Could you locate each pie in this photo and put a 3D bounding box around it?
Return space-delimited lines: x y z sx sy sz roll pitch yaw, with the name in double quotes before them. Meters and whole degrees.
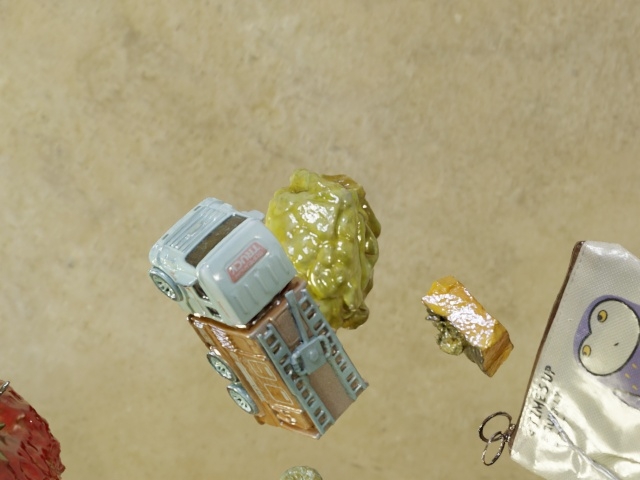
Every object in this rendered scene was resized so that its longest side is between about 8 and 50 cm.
"pie" -0.032 0.426 2.125 0.084 0.084 0.021 15 134 7

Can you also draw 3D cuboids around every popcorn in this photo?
"popcorn" 0.000 0.000 1.829 0.174 0.286 0.225 3 132 11

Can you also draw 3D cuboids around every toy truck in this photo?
"toy truck" -0.070 0.101 1.512 0.162 0.136 0.305 15 143 51

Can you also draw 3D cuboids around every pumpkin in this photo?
"pumpkin" 0.123 0.077 1.046 0.074 0.054 0.083 45 173 26

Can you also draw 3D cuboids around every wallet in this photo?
"wallet" 0.362 0.183 1.523 0.275 0.068 0.335 27 105 35

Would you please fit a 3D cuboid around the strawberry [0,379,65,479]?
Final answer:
"strawberry" -0.337 0.273 1.112 0.257 0.257 0.277 -6 115 26
